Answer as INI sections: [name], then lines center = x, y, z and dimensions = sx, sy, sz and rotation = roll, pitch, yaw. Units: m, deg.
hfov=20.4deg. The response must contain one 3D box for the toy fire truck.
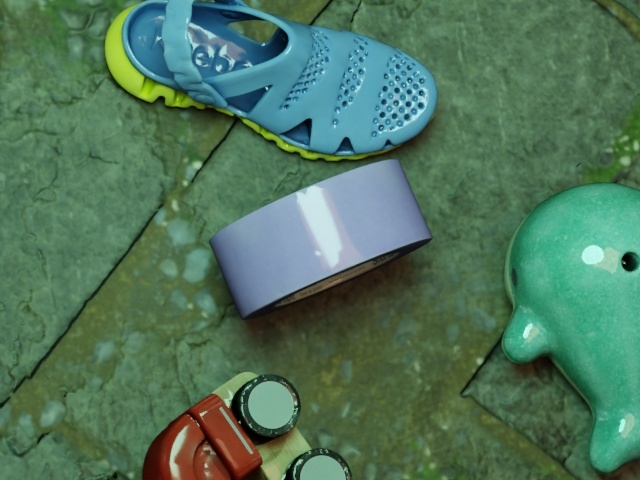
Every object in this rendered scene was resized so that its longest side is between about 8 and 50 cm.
[toy fire truck]
center = -0.099, 0.268, 1.577
dimensions = 0.246, 0.158, 0.217
rotation = -34, 88, -25

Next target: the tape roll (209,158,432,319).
[tape roll]
center = 0.000, 0.000, 1.608
dimensions = 0.189, 0.189, 0.080
rotation = -22, 84, -14

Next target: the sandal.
[sandal]
center = -0.040, -0.159, 1.657
dimensions = 0.317, 0.138, 0.126
rotation = 10, 76, -11

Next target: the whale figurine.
[whale figurine]
center = 0.279, 0.078, 1.671
dimensions = 0.216, 0.141, 0.272
rotation = -10, 83, -13
